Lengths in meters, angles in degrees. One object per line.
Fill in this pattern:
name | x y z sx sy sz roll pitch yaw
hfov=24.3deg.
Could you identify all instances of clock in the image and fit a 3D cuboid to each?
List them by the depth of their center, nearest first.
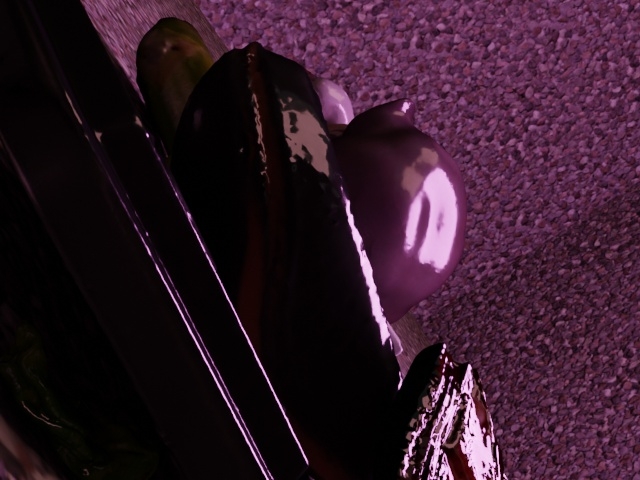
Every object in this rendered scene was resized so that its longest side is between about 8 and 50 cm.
clock | -0.080 -0.007 0.631 0.273 0.049 0.279 58 -7 53

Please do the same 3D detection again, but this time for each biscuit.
biscuit | 0.086 0.186 0.913 0.151 0.063 0.235 -68 152 -51

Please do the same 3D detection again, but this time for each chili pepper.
chili pepper | -0.089 0.065 0.533 0.030 0.034 0.091 15 -26 41

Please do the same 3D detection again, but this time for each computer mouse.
computer mouse | -0.021 0.028 0.931 0.183 0.116 0.323 -99 172 -55

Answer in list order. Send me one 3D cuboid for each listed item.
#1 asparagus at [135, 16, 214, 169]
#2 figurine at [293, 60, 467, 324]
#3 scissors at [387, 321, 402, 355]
asparagus | -0.094 -0.083 1.236 0.082 0.085 0.343 49 9 -40
figurine | 0.005 -0.073 1.519 0.365 0.218 0.206 52 2 37
scissors | 0.000 0.000 1.305 0.242 0.030 0.118 59 0 5
